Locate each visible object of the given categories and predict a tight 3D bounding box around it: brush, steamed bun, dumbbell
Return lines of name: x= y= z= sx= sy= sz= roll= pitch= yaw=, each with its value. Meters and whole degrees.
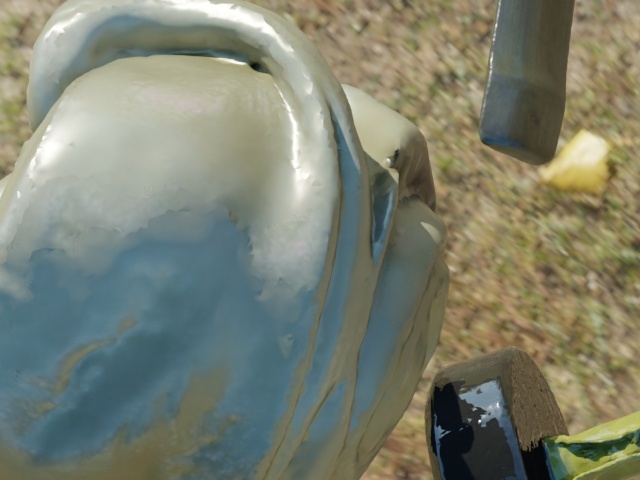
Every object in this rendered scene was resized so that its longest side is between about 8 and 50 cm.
brush: x=0.087 y=-0.119 z=0.699 sx=0.027 sy=0.034 sz=0.190 roll=-18 pitch=56 yaw=56
steamed bun: x=-0.051 y=0.027 z=1.156 sx=0.255 sy=0.367 sz=0.342 roll=6 pitch=74 yaw=14
dumbbell: x=0.259 y=0.148 z=1.488 sx=0.322 sy=0.204 sz=0.203 roll=-18 pitch=71 yaw=16
